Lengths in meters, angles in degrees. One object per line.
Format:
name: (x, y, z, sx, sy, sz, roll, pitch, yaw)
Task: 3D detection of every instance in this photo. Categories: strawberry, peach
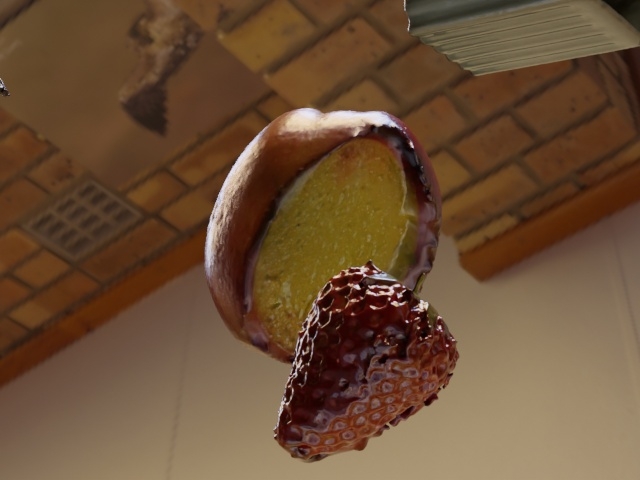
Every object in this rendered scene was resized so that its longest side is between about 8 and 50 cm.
strawberry: (0.043, 0.164, 1.447, 0.244, 0.205, 0.205, -51, -143, -7)
peach: (0.000, -0.018, 1.830, 0.406, 0.335, 0.310, -68, -158, 9)

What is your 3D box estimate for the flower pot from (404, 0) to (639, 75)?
flower pot: (0.196, -0.280, 1.112, 0.189, 0.209, 0.239, -6, -137, 38)

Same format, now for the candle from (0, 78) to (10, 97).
candle: (-0.385, -0.101, 1.268, 0.084, 0.059, 0.302, 0, -132, -1)
